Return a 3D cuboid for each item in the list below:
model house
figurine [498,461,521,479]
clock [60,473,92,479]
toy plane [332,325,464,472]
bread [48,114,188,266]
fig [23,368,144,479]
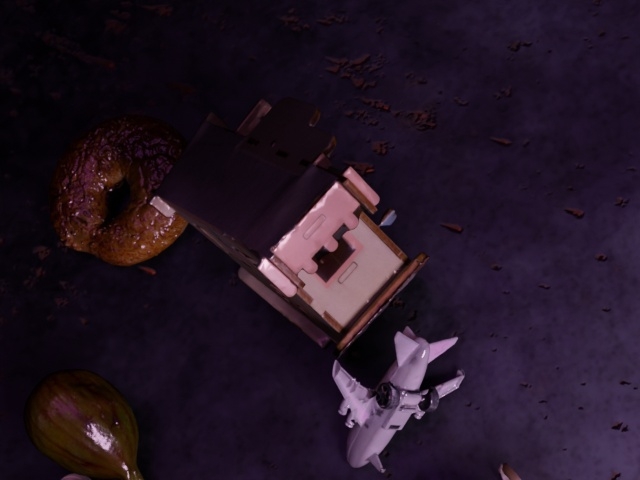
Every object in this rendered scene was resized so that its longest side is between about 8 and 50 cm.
[{"bbox_3d":[0.000,0.000,1.404,0.169,0.244,0.326,-48,29,-9],"label":"model house"},{"bbox_3d":[0.136,0.271,1.313,0.153,0.132,0.132,-30,61,-11],"label":"figurine"},{"bbox_3d":[-0.224,0.336,1.422,0.155,0.063,0.229,-31,61,2],"label":"clock"},{"bbox_3d":[0.069,0.161,1.378,0.065,0.162,0.171,45,119,48],"label":"toy plane"},{"bbox_3d":[-0.226,-0.061,1.595,0.193,0.064,0.193,-6,69,16],"label":"bread"},{"bbox_3d":[-0.240,0.205,1.462,0.109,0.103,0.155,-23,64,-41],"label":"fig"}]
